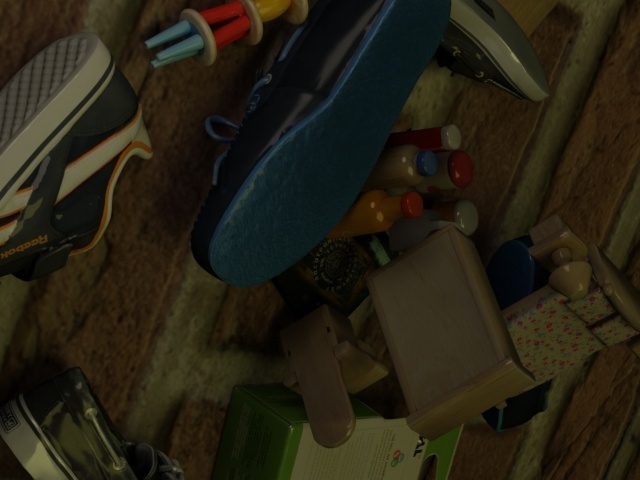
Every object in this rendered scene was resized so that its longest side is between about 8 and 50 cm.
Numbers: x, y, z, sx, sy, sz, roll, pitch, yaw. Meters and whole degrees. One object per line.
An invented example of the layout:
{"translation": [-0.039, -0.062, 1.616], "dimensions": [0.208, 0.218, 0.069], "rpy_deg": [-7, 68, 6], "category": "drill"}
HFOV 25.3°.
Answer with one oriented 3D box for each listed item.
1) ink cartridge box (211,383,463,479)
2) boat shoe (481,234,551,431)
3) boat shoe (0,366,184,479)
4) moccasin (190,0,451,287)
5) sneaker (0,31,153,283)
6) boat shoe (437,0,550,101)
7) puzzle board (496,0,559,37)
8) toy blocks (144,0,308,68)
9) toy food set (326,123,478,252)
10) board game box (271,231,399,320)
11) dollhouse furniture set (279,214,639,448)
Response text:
{"translation": [0.016, 0.250, 1.494], "dimensions": [0.255, 0.097, 0.188], "rpy_deg": [1, 109, -42], "category": "ink cartridge box"}
{"translation": [0.230, 0.097, 1.608], "dimensions": [0.089, 0.109, 0.258], "rpy_deg": [-11, 133, -20], "category": "boat shoe"}
{"translation": [-0.176, 0.232, 1.310], "dimensions": [0.105, 0.113, 0.306], "rpy_deg": [-34, 121, -5], "category": "boat shoe"}
{"translation": [-0.009, -0.110, 1.288], "dimensions": [0.342, 0.117, 0.137], "rpy_deg": [-53, 137, -12], "category": "moccasin"}
{"translation": [-0.256, -0.013, 1.113], "dimensions": [0.321, 0.126, 0.127], "rpy_deg": [-45, 127, -16], "category": "sneaker"}
{"translation": [0.143, -0.197, 1.403], "dimensions": [0.076, 0.080, 0.228], "rpy_deg": [-28, 142, 27], "category": "boat shoe"}
{"translation": [0.205, -0.256, 1.468], "dimensions": [0.128, 0.011, 0.096], "rpy_deg": [-50, 132, -11], "category": "puzzle board"}
{"translation": [-0.088, -0.215, 1.208], "dimensions": [0.148, 0.054, 0.123], "rpy_deg": [-29, 127, -27], "category": "toy blocks"}
{"translation": [0.104, -0.050, 1.382], "dimensions": [0.232, 0.104, 0.111], "rpy_deg": [7, 79, -51], "category": "toy food set"}
{"translation": [0.000, 0.000, 1.407], "dimensions": [0.126, 0.026, 0.186], "rpy_deg": [-45, 132, -15], "category": "board game box"}
{"translation": [0.186, 0.155, 1.432], "dimensions": [0.303, 0.173, 0.355], "rpy_deg": [-32, 139, 19], "category": "dollhouse furniture set"}
